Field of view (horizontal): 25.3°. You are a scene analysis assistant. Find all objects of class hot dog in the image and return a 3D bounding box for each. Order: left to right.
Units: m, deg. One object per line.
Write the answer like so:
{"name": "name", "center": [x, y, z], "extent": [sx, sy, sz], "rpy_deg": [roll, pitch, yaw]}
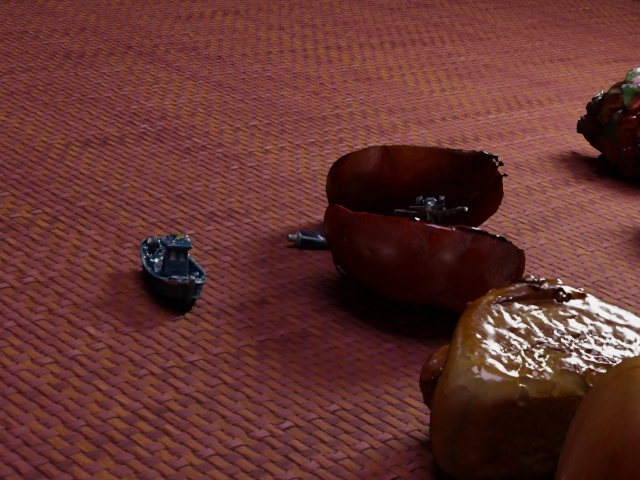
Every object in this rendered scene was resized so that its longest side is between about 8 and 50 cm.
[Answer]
{"name": "hot dog", "center": [0.196, 0.122, 1.259], "extent": [0.257, 0.150, 0.153], "rpy_deg": [-1, 32, -25]}

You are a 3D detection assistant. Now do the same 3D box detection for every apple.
{"name": "apple", "center": [0.263, 0.180, 1.076], "extent": [0.199, 0.199, 0.199], "rpy_deg": [8, 20, -3]}

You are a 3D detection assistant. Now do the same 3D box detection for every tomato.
{"name": "tomato", "center": [0.111, 0.030, 1.527], "extent": [0.228, 0.101, 0.228], "rpy_deg": [10, 0, 0]}

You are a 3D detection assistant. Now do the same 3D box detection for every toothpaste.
{"name": "toothpaste", "center": [0.000, 0.000, 1.672], "extent": [0.083, 0.019, 0.027], "rpy_deg": [5, 3, -23]}

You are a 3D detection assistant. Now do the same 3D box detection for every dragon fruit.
{"name": "dragon fruit", "center": [0.490, -0.177, 2.151], "extent": [0.182, 0.182, 0.188], "rpy_deg": [-7, 44, -38]}

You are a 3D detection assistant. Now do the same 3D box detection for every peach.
{"name": "peach", "center": [0.112, -0.041, 1.657], "extent": [0.189, 0.068, 0.279], "rpy_deg": [23, -22, -23]}

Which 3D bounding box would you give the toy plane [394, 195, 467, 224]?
{"name": "toy plane", "center": [0.121, -0.032, 1.537], "extent": [0.079, 0.031, 0.083], "rpy_deg": [-1, -3, 12]}

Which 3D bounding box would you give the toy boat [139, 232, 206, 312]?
{"name": "toy boat", "center": [-0.152, 0.025, 1.474], "extent": [0.060, 0.061, 0.137], "rpy_deg": [2, 22, -20]}
